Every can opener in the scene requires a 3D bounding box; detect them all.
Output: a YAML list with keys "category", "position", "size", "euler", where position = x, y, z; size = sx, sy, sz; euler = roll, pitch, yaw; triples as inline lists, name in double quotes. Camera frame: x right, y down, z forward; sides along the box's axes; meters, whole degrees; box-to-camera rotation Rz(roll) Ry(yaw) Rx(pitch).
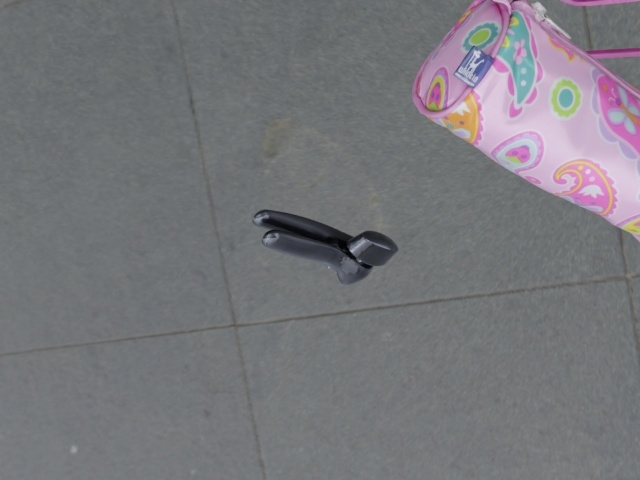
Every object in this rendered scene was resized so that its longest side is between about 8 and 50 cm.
- category: "can opener"
  position: [0.000, 0.000, 0.802]
  size: [0.073, 0.186, 0.059]
  euler: [-51, 49, 21]

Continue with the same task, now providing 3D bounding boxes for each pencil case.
- category: "pencil case"
  position: [0.216, -0.095, 0.647]
  size: [0.284, 0.124, 0.124]
  euler: [27, 108, -19]

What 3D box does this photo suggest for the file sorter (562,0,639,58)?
- category: "file sorter"
  position: [0.293, -0.333, 0.711]
  size: [0.202, 0.182, 0.291]
  euler: [9, 67, 40]
